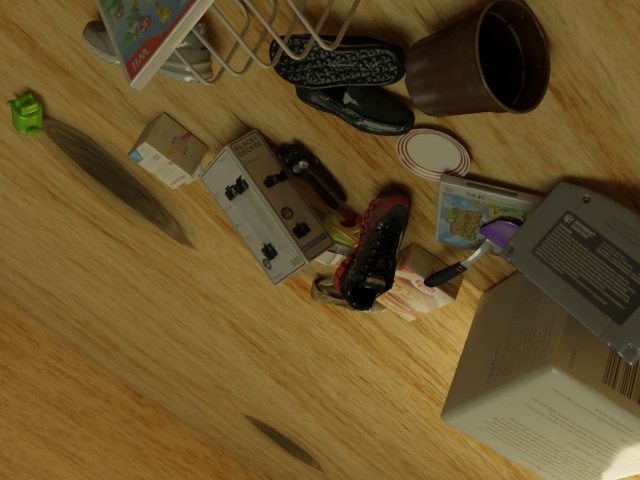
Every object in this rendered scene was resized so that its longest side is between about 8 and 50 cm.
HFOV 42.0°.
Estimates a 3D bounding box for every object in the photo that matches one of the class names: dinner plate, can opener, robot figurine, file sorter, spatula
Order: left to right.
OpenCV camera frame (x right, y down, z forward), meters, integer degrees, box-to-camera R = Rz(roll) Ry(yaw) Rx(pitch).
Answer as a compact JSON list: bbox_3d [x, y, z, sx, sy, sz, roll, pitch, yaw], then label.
[{"bbox_3d":[-0.671,-0.286,1.908,0.101,0.067,0.115,51,151,10],"label":"robot figurine"},{"bbox_3d":[-0.094,-0.369,1.254,0.277,0.193,0.173,-5,140,41],"label":"file sorter"},{"bbox_3d":[-0.010,-0.131,1.700,0.059,0.073,0.186,-43,119,16],"label":"can opener"},{"bbox_3d":[0.207,-0.159,1.526,0.141,0.017,0.141,19,149,12],"label":"dinner plate"},{"bbox_3d":[0.300,0.034,1.661,0.084,0.030,0.296,32,139,-17],"label":"spatula"}]

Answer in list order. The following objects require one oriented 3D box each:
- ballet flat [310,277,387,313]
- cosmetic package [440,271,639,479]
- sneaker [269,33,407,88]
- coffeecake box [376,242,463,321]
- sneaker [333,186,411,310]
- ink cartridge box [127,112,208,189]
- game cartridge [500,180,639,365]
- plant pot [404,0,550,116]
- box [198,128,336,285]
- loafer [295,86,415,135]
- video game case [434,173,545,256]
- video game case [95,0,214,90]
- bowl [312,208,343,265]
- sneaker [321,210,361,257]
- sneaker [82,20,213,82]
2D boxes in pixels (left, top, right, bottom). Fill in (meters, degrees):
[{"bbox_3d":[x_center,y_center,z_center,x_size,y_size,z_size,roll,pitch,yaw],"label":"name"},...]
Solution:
[{"bbox_3d":[0.066,0.129,2.019,0.206,0.073,0.067,6,130,23],"label":"ballet flat"},{"bbox_3d":[0.501,0.245,1.627,0.329,0.327,0.394,31,148,-8],"label":"cosmetic package"},{"bbox_3d":[0.035,-0.292,1.359,0.234,0.097,0.084,10,116,10],"label":"sneaker"},{"bbox_3d":[0.204,0.097,1.867,0.142,0.068,0.185,34,148,-13],"label":"coffeecake box"},{"bbox_3d":[0.116,0.028,1.676,0.097,0.135,0.276,15,119,-21],"label":"sneaker"},{"bbox_3d":[-0.319,-0.185,1.789,0.143,0.090,0.092,38,147,-22],"label":"ink cartridge box"},{"bbox_3d":[0.470,0.040,1.393,0.297,0.198,0.062,46,-175,34],"label":"game cartridge"},{"bbox_3d":[0.223,-0.258,1.238,0.165,0.167,0.167,-4,139,50],"label":"plant pot"},{"bbox_3d":[-0.113,-0.065,1.719,0.290,0.087,0.169,54,146,1],"label":"box"},{"bbox_3d":[0.058,-0.244,1.443,0.223,0.076,0.078,23,157,11],"label":"loafer"},{"bbox_3d":[0.320,-0.038,1.606,0.193,0.023,0.212,15,151,13],"label":"video game case"},{"bbox_3d":[-0.254,-0.387,1.220,0.204,0.285,0.025,-43,146,26],"label":"video game case"},{"bbox_3d":[0.000,0.000,1.882,0.142,0.053,0.142,29,148,-4],"label":"bowl"},{"bbox_3d":[0.081,-0.004,1.794,0.208,0.094,0.081,19,178,-35],"label":"sneaker"},{"bbox_3d":[-0.311,-0.374,1.523,0.281,0.105,0.115,17,115,21],"label":"sneaker"}]
